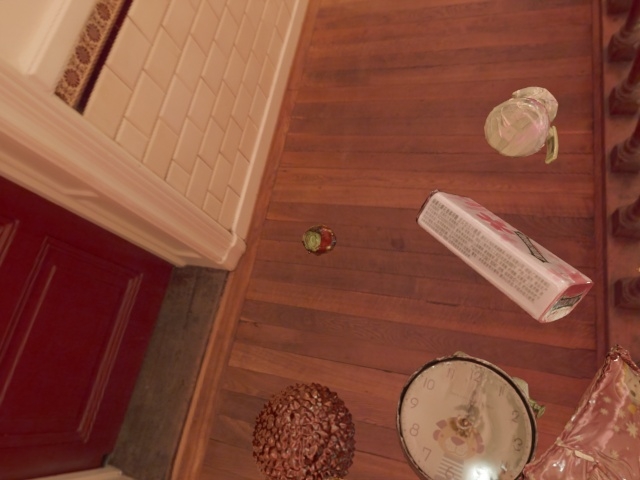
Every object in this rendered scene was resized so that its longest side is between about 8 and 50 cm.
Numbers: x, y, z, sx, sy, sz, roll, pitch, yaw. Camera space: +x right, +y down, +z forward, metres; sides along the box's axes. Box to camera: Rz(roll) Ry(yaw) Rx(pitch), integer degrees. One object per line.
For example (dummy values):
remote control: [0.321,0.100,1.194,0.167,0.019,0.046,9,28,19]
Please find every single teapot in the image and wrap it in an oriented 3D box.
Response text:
teapot: [0.225,-0.123,0.453,0.083,0.064,0.064,44,61,2]

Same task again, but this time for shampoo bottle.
shampoo bottle: [0.437,0.371,1.060,0.234,0.118,0.087,21,114,35]

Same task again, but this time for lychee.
lychee: [-0.038,0.483,1.029,0.264,0.300,0.264,2,71,-7]

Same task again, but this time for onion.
onion: [0.000,0.000,1.426,0.117,0.118,0.119,27,79,44]

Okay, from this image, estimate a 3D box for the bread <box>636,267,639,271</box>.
bread: [0.807,0.059,0.913,0.173,0.134,0.085,17,71,-15]

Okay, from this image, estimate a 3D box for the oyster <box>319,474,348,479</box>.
oyster: [0.013,0.522,0.829,0.029,0.086,0.132,26,97,58]

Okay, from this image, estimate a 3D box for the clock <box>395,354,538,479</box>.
clock: [0.324,0.413,0.950,0.312,0.061,0.313,-8,54,11]

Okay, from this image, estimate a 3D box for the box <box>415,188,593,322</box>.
box: [0.402,0.022,0.965,0.370,0.190,0.112,46,119,39]

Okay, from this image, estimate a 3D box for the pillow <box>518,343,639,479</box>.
pillow: [0.271,0.204,0.406,0.185,0.043,0.118,-44,93,-16]
